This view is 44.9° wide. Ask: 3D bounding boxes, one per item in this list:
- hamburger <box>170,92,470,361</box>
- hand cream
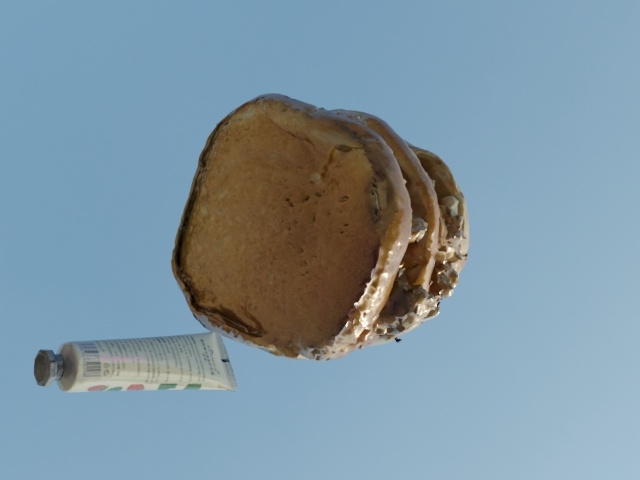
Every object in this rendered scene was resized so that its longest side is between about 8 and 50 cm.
[{"bbox_3d":[-0.008,-0.006,0.703,0.261,0.211,0.245,-34,-107,31],"label":"hamburger"},{"bbox_3d":[-0.226,0.158,0.995,0.059,0.276,0.095,-42,-123,34],"label":"hand cream"}]
